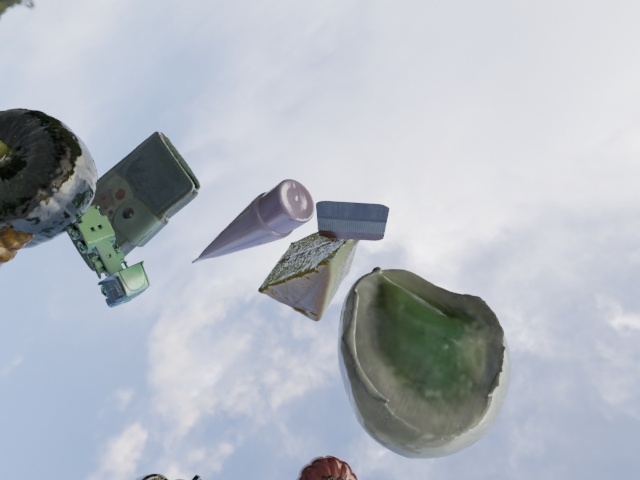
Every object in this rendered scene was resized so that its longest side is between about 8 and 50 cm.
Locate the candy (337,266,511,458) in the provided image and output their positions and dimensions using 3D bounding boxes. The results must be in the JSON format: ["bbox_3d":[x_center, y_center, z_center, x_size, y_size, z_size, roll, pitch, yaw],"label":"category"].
[{"bbox_3d":[0.206,0.259,1.178,0.386,0.186,0.427,21,-140,5],"label":"candy"}]

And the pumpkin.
[{"bbox_3d":[-0.425,-0.090,0.786,0.211,0.152,0.212,0,-104,0],"label":"pumpkin"}]

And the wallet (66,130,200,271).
[{"bbox_3d":[-0.492,-0.096,1.430,0.360,0.083,0.252,-40,-116,0],"label":"wallet"}]

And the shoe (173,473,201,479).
[{"bbox_3d":[-0.302,0.652,1.282,0.106,0.091,0.207,-24,-116,33],"label":"shoe"}]

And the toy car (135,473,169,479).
[{"bbox_3d":[-0.234,0.310,0.576,0.126,0.161,0.098,-33,-116,30],"label":"toy car"}]

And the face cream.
[{"bbox_3d":[-0.133,-0.024,1.112,0.273,0.096,0.154,-30,178,41],"label":"face cream"}]

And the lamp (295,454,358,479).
[{"bbox_3d":[0.010,0.403,0.902,0.107,0.092,0.108,4,-106,-13],"label":"lamp"}]

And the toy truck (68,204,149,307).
[{"bbox_3d":[-0.352,0.020,0.937,0.081,0.175,0.067,-25,-179,45],"label":"toy truck"}]

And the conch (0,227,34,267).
[{"bbox_3d":[-0.451,0.047,0.557,0.330,0.109,0.093,-22,-101,-8],"label":"conch"}]

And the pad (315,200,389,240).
[{"bbox_3d":[-0.006,-0.022,1.316,0.323,0.250,0.055,-14,-108,-2],"label":"pad"}]

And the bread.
[{"bbox_3d":[-0.020,0.040,1.687,0.244,0.362,0.233,28,-125,10],"label":"bread"}]
